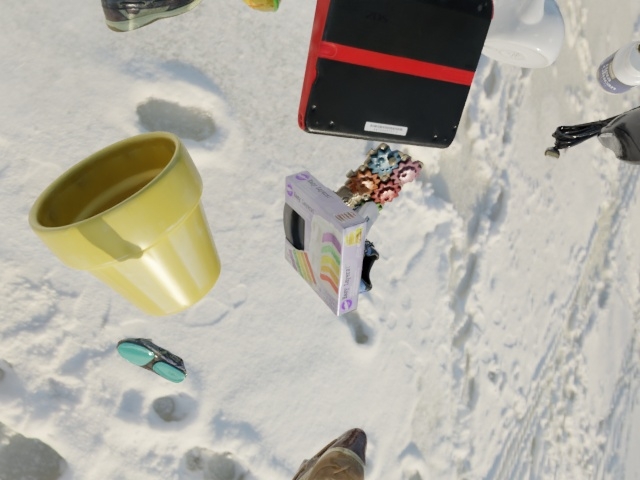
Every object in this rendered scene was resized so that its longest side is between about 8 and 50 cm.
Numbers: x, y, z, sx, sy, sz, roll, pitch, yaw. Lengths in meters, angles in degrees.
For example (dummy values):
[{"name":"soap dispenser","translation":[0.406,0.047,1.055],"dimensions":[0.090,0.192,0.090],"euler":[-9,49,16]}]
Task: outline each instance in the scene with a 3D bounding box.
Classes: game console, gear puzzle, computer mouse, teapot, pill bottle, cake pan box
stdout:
[{"name":"game console","translation":[0.157,-0.368,1.032],"dimensions":[0.386,0.060,0.342],"euler":[1,117,-26]},{"name":"gear puzzle","translation":[0.116,-0.109,1.373],"dimensions":[0.175,0.339,0.044],"euler":[18,40,-35]},{"name":"computer mouse","translation":[0.442,-0.167,0.790],"dimensions":[0.060,0.184,0.262],"euler":[66,25,-15]},{"name":"teapot","translation":[0.564,-0.603,1.416],"dimensions":[0.252,0.256,0.187],"euler":[13,99,-34]},{"name":"pill bottle","translation":[0.689,-0.387,1.137],"dimensions":[0.169,0.094,0.094],"euler":[-23,112,-79]},{"name":"cake pan box","translation":[0.000,0.000,1.183],"dimensions":[0.070,0.267,0.246],"euler":[-15,130,-28]}]

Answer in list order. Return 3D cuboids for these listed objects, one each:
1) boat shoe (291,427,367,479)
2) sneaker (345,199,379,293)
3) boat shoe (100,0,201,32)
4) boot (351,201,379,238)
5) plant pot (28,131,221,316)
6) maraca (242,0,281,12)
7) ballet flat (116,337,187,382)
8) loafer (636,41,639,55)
[{"name":"boat shoe","translation":[-0.003,0.489,1.000],"dimensions":[0.342,0.123,0.123],"euler":[-64,173,30]},{"name":"sneaker","translation":[0.125,0.015,1.643],"dimensions":[0.129,0.147,0.330],"euler":[7,79,-55]},{"name":"boat shoe","translation":[-0.318,-0.479,0.993],"dimensions":[0.223,0.080,0.073],"euler":[-35,157,-20]},{"name":"boot","translation":[0.075,-0.031,1.292],"dimensions":[0.190,0.086,0.069],"euler":[-45,113,-47]},{"name":"plant pot","translation":[-0.288,-0.012,0.844],"dimensions":[0.254,0.254,0.239],"euler":[-54,136,-33]},{"name":"maraca","translation":[-0.144,-0.550,1.040],"dimensions":[0.099,0.127,0.186],"euler":[-41,107,-9]},{"name":"ballet flat","translation":[-0.229,0.156,0.696],"dimensions":[0.114,0.041,0.041],"euler":[45,59,-36]},{"name":"loafer","translation":[0.593,-0.266,0.823],"dimensions":[0.094,0.087,0.251],"euler":[33,25,-40]}]
